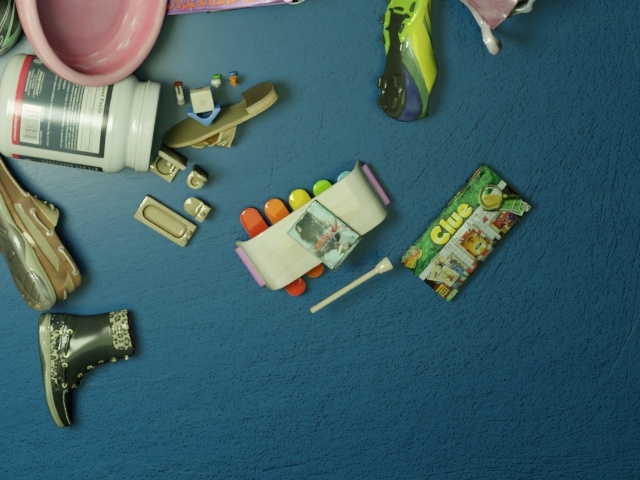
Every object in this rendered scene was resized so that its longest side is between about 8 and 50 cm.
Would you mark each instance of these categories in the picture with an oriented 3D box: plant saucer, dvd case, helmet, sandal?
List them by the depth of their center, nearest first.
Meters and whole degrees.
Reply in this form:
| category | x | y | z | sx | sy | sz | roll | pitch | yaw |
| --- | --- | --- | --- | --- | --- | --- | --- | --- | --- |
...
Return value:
| category | x | y | z | sx | sy | sz | roll | pitch | yaw |
| --- | --- | --- | --- | --- | --- | --- | --- | --- | --- |
| plant saucer | -0.391 | -0.428 | 1.685 | 0.084 | 0.332 | 0.332 | 16 | 102 | 30 |
| helmet | -0.614 | -0.395 | 1.784 | 0.169 | 0.169 | 0.161 | -13 | 86 | -4 |
| sandal | -0.177 | -0.212 | 1.915 | 0.240 | 0.088 | 0.079 | -26 | 130 | 10 |
| dvd case | 0.008 | -0.009 | 1.929 | 0.119 | 0.013 | 0.087 | 39 | 95 | -14 |

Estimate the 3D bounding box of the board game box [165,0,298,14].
| category | x | y | z | sx | sy | sz | roll | pitch | yaw |
| --- | --- | --- | --- | --- | --- | --- | --- | --- | --- |
| board game box | -0.220 | -0.516 | 1.806 | 0.347 | 0.056 | 0.208 | -3 | 107 | 14 |

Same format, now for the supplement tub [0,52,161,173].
| category | x | y | z | sx | sy | sz | roll | pitch | yaw |
| --- | --- | --- | --- | --- | --- | --- | --- | --- | --- |
| supplement tub | -0.436 | -0.226 | 1.824 | 0.272 | 0.191 | 0.191 | 9 | 101 | -9 |

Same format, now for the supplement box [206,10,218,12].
| category | x | y | z | sx | sy | sz | roll | pitch | yaw |
| --- | --- | --- | --- | --- | --- | --- | --- | --- | --- |
| supplement box | -0.178 | -0.471 | 1.873 | 0.083 | 0.056 | 0.083 | -9 | 102 | -4 |

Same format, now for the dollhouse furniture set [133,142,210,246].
| category | x | y | z | sx | sy | sz | roll | pitch | yaw |
| --- | --- | --- | --- | --- | --- | --- | --- | --- | --- |
| dollhouse furniture set | -0.281 | -0.078 | 1.908 | 0.144 | 0.123 | 0.151 | 33 | 96 | -12 |

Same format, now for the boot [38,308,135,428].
| category | x | y | z | sx | sy | sz | roll | pitch | yaw |
| --- | --- | --- | --- | --- | --- | --- | --- | --- | --- |
| boot | -0.453 | 0.249 | 1.977 | 0.178 | 0.085 | 0.236 | -7 | 102 | -8 |

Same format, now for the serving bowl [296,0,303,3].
| category | x | y | z | sx | sy | sz | roll | pitch | yaw |
| --- | --- | --- | --- | --- | --- | --- | --- | --- | --- |
| serving bowl | -0.054 | -0.489 | 1.898 | 0.083 | 0.027 | 0.083 | -1 | 102 | -7 |

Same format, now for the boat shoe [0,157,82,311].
| category | x | y | z | sx | sy | sz | roll | pitch | yaw |
| --- | --- | --- | --- | --- | --- | --- | --- | --- | --- |
| boat shoe | -0.557 | -0.028 | 1.903 | 0.116 | 0.123 | 0.324 | -28 | 96 | -35 |

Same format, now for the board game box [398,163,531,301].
| category | x | y | z | sx | sy | sz | roll | pitch | yaw |
| --- | --- | --- | --- | --- | --- | --- | --- | --- | --- |
| board game box | 0.293 | -0.015 | 2.039 | 0.136 | 0.030 | 0.259 | 39 | 95 | -10 |

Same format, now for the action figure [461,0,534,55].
| category | x | y | z | sx | sy | sz | roll | pitch | yaw |
| --- | --- | --- | --- | --- | --- | --- | --- | --- | --- |
| action figure | 0.230 | -0.558 | 1.850 | 0.370 | 0.248 | 0.275 | 22 | 117 | -14 |

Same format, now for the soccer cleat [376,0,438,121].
| category | x | y | z | sx | sy | sz | roll | pitch | yaw |
| --- | --- | --- | --- | --- | --- | --- | --- | --- | --- |
| soccer cleat | 0.181 | -0.372 | 1.935 | 0.121 | 0.093 | 0.289 | 2 | 98 | -38 |

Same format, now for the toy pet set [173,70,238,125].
| category | x | y | z | sx | sy | sz | roll | pitch | yaw |
| --- | --- | --- | --- | --- | --- | --- | --- | --- | --- |
| toy pet set | -0.211 | -0.264 | 1.891 | 0.122 | 0.114 | 0.065 | -11 | 115 | -2 |

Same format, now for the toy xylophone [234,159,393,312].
| category | x | y | z | sx | sy | sz | roll | pitch | yaw |
| --- | --- | --- | --- | --- | --- | --- | --- | --- | --- |
| toy xylophone | 0.000 | 0.000 | 1.979 | 0.323 | 0.081 | 0.236 | -26 | 103 | -1 |
